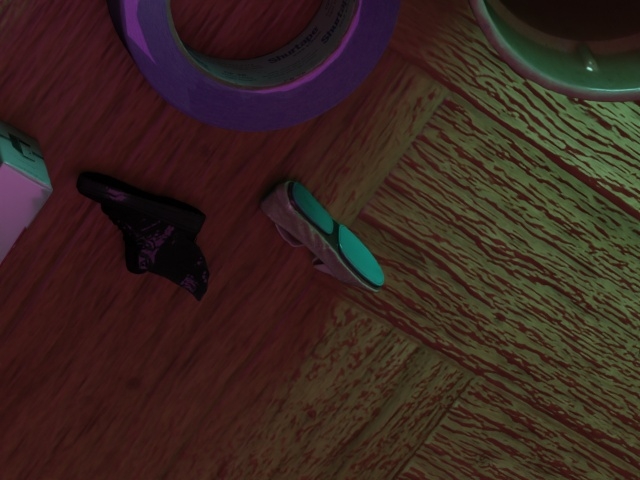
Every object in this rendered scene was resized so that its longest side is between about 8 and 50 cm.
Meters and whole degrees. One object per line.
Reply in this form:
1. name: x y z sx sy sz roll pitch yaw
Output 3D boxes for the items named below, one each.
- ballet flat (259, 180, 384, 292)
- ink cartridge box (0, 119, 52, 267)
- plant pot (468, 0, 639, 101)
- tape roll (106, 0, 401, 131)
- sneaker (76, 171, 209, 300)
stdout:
1. ballet flat: 0.000 0.000 1.767 0.052 0.057 0.168 -28 120 28
2. ink cartridge box: -0.309 -0.046 1.586 0.056 0.135 0.099 31 101 -25
3. plant pot: 0.243 -0.342 1.523 0.334 0.305 0.333 -7 123 -11
4. tape roll: -0.064 -0.246 1.602 0.275 0.090 0.274 -7 116 -15
5. sneaker: -0.181 -0.004 1.696 0.170 0.051 0.089 18 102 -28
